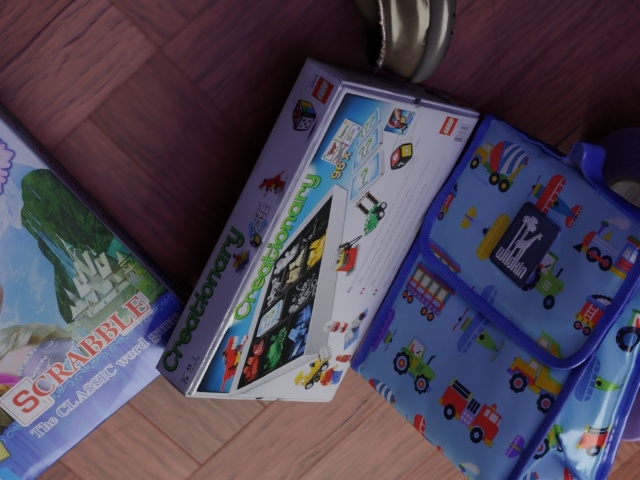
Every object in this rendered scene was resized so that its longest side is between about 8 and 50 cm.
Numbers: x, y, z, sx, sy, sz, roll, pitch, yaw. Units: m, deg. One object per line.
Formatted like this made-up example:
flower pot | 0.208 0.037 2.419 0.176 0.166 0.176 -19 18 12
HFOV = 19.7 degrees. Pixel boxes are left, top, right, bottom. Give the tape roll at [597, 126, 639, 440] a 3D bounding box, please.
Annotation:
tape roll | 0.304 0.038 1.621 0.090 0.275 0.274 0 114 -18

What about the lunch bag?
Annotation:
lunch bag | 0.186 0.048 1.595 0.138 0.221 0.293 1 119 -41

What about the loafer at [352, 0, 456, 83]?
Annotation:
loafer | 0.031 -0.281 1.460 0.130 0.134 0.366 -8 131 0

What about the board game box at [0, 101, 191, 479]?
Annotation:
board game box | -0.314 0.067 1.567 0.319 0.066 0.318 -41 119 4

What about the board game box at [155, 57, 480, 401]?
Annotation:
board game box | 0.000 0.000 1.595 0.193 0.053 0.305 9 114 -49
